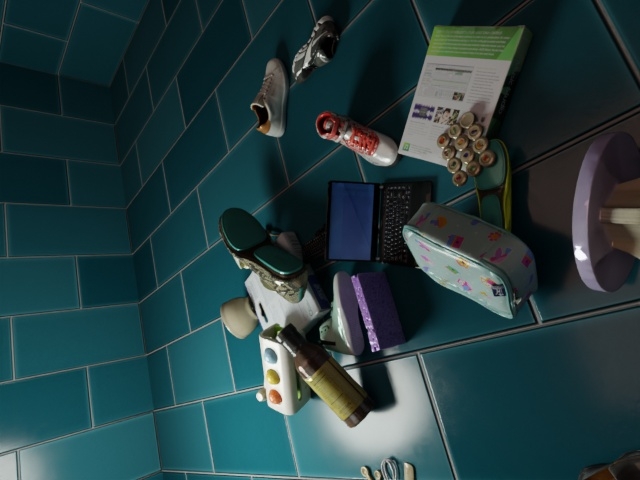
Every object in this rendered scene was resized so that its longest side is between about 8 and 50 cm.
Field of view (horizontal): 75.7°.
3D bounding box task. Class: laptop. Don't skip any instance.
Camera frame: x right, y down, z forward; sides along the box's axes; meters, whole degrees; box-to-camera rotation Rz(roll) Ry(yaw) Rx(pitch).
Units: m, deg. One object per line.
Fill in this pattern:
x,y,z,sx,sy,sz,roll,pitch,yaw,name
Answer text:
0.153,-0.048,1.129,0.264,0.136,0.235,6,95,47,laptop

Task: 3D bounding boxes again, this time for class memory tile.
0.327,-0.208,0.936,0.113,0.012,0.148,-39,55,41,memory tile

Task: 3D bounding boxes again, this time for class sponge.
0.162,0.191,1.135,0.031,0.117,0.210,-32,68,45,sponge

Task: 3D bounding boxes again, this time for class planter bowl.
-0.298,0.287,1.619,0.109,0.162,0.162,-35,63,12,planter bowl

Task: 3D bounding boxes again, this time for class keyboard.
0.000,0.000,1.359,0.180,0.023,0.108,-29,51,38,keyboard

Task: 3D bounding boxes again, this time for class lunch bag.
0.324,0.048,0.898,0.108,0.224,0.279,-45,45,-12,lunch bag

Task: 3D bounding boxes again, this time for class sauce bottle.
0.006,0.393,1.232,0.344,0.111,0.111,45,124,13,sauce bottle

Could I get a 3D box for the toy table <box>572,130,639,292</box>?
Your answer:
0.534,-0.042,0.662,0.160,0.251,0.275,11,111,62,toy table

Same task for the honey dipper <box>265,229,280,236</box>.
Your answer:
-0.172,-0.020,1.560,0.160,0.030,0.031,10,98,44,honey dipper

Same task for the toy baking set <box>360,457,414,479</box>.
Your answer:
0.192,0.736,1.170,0.256,0.030,0.197,-44,59,38,toy baking set

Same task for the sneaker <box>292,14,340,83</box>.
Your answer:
-0.015,-0.605,1.348,0.234,0.078,0.106,-50,54,32,sneaker

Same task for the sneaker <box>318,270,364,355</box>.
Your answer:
0.042,0.227,1.277,0.151,0.094,0.256,-13,82,42,sneaker

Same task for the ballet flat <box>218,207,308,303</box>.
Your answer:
-0.212,0.063,1.427,0.482,0.163,0.182,37,138,39,ballet flat

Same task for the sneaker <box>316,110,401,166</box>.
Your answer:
0.098,-0.291,1.180,0.270,0.144,0.090,44,121,37,sneaker

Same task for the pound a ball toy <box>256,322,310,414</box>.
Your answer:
-0.159,0.453,1.412,0.208,0.135,0.320,9,111,34,pound a ball toy

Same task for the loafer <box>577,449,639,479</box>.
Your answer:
0.555,0.434,0.754,0.170,0.061,0.062,-50,55,34,loafer

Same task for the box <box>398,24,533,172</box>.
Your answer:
0.334,-0.341,0.994,0.232,0.058,0.323,30,113,43,box

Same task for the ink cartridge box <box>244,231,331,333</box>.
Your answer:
-0.130,0.194,1.487,0.330,0.071,0.324,-50,57,39,ink cartridge box

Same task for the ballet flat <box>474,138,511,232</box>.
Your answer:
0.390,-0.105,0.915,0.077,0.077,0.231,-6,80,45,ballet flat

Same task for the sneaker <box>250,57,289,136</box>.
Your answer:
-0.190,-0.534,1.507,0.105,0.123,0.291,-4,86,49,sneaker
